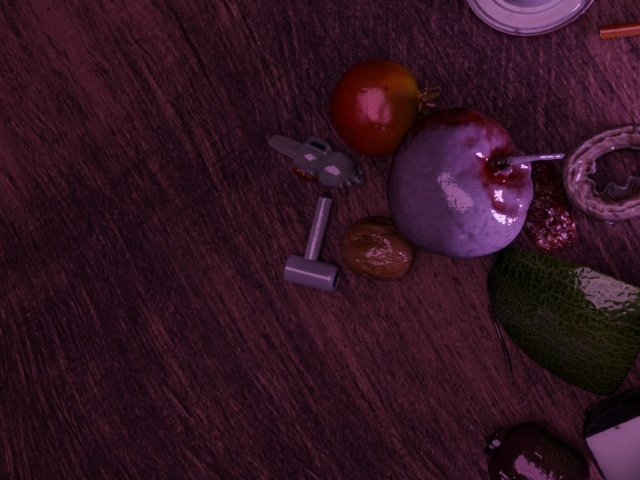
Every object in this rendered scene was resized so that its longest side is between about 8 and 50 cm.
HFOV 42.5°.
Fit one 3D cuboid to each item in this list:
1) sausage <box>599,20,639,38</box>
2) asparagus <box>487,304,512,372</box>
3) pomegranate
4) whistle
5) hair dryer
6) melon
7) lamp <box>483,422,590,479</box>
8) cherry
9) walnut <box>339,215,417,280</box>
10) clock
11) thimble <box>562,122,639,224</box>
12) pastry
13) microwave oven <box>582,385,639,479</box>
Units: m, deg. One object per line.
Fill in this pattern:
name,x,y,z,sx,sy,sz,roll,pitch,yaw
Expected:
sausage,0.657,-0.454,1.770,0.107,0.031,0.031,-3,92,17
asparagus,0.415,0.228,1.897,0.016,0.013,0.166,-18,88,8
pomegranate,0.147,-0.303,1.859,0.257,0.221,0.220,-6,91,11
whistle,-0.010,-0.190,1.970,0.253,0.102,0.105,27,104,13
hair dryer,0.000,0.000,2.006,0.131,0.073,0.236,13,88,16
melon,0.520,0.143,1.779,0.344,0.226,0.331,18,142,16
lamp,0.474,0.508,1.805,0.258,0.180,0.180,33,102,13
cherry,0.292,-0.103,1.752,0.326,0.292,0.334,54,140,30
walnut,0.131,0.018,1.911,0.184,0.155,0.155,10,96,17
clock,0.463,-0.606,1.802,0.319,0.080,0.318,1,93,19
thimble,0.630,-0.144,1.739,0.229,0.148,0.196,-40,78,14
pastry,0.488,-0.074,1.801,0.097,0.115,0.208,-24,71,30
microwave oven,0.645,0.406,1.709,0.194,0.240,0.145,-25,86,18
